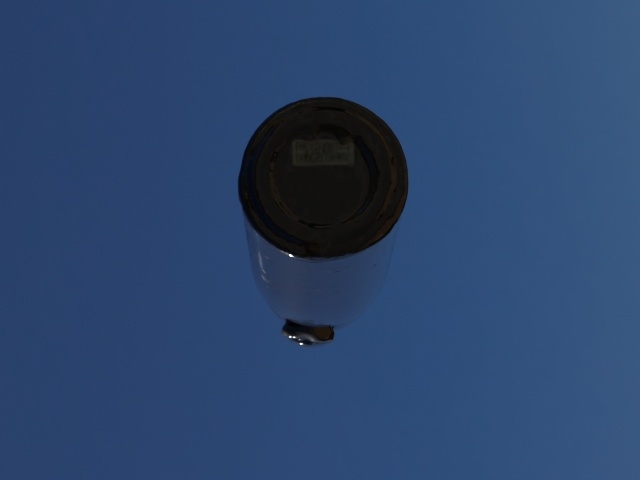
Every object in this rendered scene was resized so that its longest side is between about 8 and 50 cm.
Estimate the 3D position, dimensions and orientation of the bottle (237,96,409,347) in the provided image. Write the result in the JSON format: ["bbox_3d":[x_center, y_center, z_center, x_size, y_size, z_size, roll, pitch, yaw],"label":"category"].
[{"bbox_3d":[0.000,0.000,0.910,0.244,0.072,0.082,91,-173,-80],"label":"bottle"}]
